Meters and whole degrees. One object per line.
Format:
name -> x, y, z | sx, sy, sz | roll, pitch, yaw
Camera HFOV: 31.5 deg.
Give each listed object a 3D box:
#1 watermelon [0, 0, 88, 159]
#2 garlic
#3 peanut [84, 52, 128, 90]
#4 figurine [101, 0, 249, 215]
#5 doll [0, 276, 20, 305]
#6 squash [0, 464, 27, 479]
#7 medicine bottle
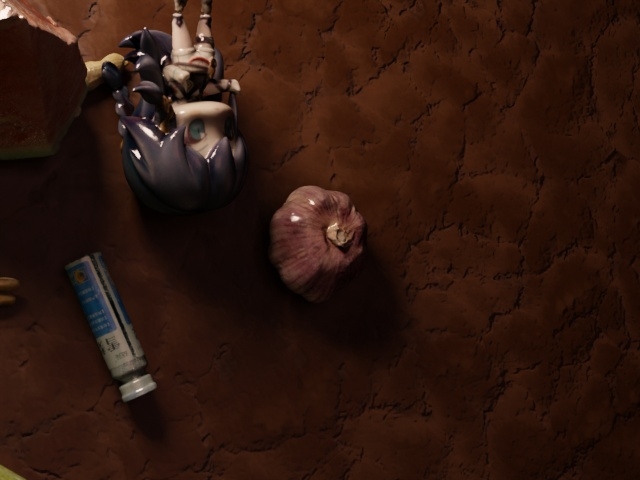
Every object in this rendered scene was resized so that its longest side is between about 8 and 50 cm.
watermelon -> -0.420, -0.189, 1.330 | 0.283, 0.292, 0.250 | 30, 98, -17
garlic -> 0.000, 0.000, 1.545 | 0.147, 0.102, 0.159 | 25, 70, -16
peanut -> -0.290, -0.222, 1.500 | 0.083, 0.037, 0.037 | -27, 91, -31
figurine -> -0.180, -0.164, 1.447 | 0.175, 0.197, 0.265 | -1, 76, -24
doll -> -0.414, 0.062, 1.376 | 0.093, 0.051, 0.062 | 15, 102, -18
squash -> -0.517, 0.278, 1.168 | 0.384, 0.263, 0.263 | 35, 68, -14
medicine bottle -> -0.264, 0.108, 1.434 | 0.051, 0.051, 0.191 | -22, 89, -26
